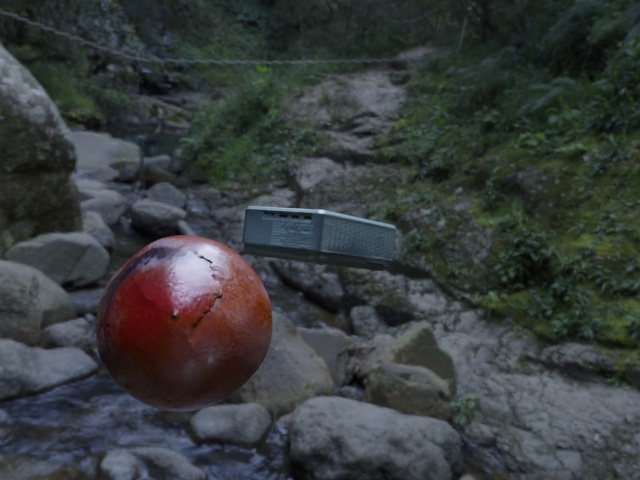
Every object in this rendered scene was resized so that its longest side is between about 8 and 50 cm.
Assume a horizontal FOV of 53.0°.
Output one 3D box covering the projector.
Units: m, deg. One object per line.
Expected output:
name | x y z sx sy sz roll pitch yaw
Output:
projector | 0.000 0.000 1.217 0.192 0.099 0.256 7 -1 37

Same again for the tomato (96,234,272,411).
tomato | -0.163 0.094 0.760 0.208 0.184 0.208 -8 49 9
